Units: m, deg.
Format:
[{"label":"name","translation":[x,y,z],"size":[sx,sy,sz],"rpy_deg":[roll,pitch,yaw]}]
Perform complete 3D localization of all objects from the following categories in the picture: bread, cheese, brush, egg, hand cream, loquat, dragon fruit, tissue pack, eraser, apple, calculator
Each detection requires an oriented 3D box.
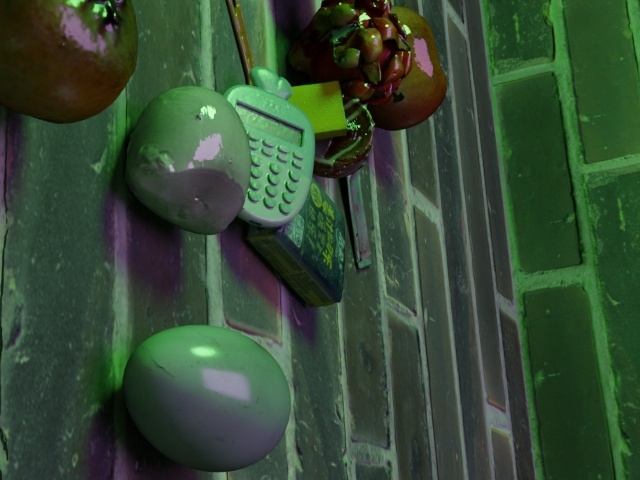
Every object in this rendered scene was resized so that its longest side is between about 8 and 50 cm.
[{"label":"bread","translation":[0.020,-0.193,2.077],"size":[0.073,0.160,0.161],"rpy_deg":[95,-9,-72]},{"label":"cheese","translation":[-0.177,-0.121,1.561],"size":[0.198,0.154,0.189],"rpy_deg":[45,34,-54]},{"label":"brush","translation":[-0.126,-0.316,1.965],"size":[0.090,0.017,0.315],"rpy_deg":[-27,104,-67]},{"label":"egg","translation":[-0.146,0.200,1.442],"size":[0.264,0.182,0.183],"rpy_deg":[33,49,-51]},{"label":"hand cream","translation":[0.075,-0.082,2.323],"size":[0.079,0.050,0.275],"rpy_deg":[-10,95,-43]},{"label":"loquat","translation":[-0.295,-0.234,1.255],"size":[0.213,0.213,0.213],"rpy_deg":[-11,90,-68]},{"label":"dragon fruit","translation":[0.072,-0.370,2.147],"size":[0.243,0.307,0.228],"rpy_deg":[-6,96,-31]},{"label":"tissue pack","translation":[-0.037,-0.022,1.952],"size":[0.257,0.081,0.185],"rpy_deg":[50,36,-51]},{"label":"eraser","translation":[-0.019,-0.229,2.026],"size":[0.045,0.122,0.097],"rpy_deg":[101,-22,-73]},{"label":"apple","translation":[0.165,-0.379,2.464],"size":[0.251,0.206,0.272],"rpy_deg":[-34,110,-70]},{"label":"calculator","translation":[-0.093,-0.154,1.830],"size":[0.184,0.042,0.295],"rpy_deg":[21,56,-26]}]
